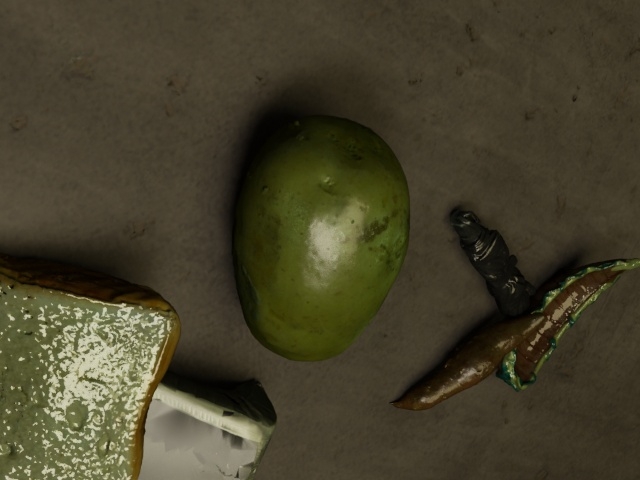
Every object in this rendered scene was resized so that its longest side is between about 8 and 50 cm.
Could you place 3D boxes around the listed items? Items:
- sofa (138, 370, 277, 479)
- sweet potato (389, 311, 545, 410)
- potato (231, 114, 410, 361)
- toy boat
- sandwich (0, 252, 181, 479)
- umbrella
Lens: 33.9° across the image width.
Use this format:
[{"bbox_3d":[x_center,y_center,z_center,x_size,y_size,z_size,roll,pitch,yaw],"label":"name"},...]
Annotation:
[{"bbox_3d":[-0.190,0.250,1.310,0.226,0.176,0.210,22,96,-13],"label":"sofa"},{"bbox_3d":[0.229,0.188,1.605,0.274,0.067,0.067,-32,127,-10],"label":"sweet potato"},{"bbox_3d":[-0.001,0.001,1.265,0.216,0.216,0.304,-3,109,-37],"label":"potato"},{"bbox_3d":[0.387,0.117,1.696,0.293,0.099,0.108,-45,131,-4],"label":"toy boat"},{"bbox_3d":[-0.284,0.156,1.137,0.226,0.087,0.251,13,100,-18],"label":"sandwich"},{"bbox_3d":[0.257,0.034,1.580,0.235,0.059,0.066,49,60,-42],"label":"umbrella"}]
